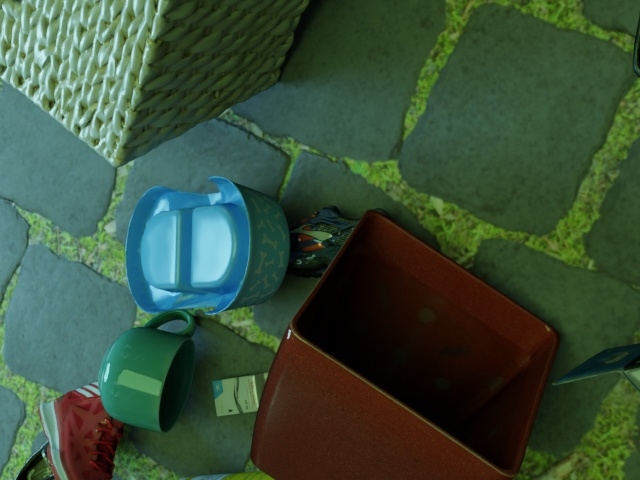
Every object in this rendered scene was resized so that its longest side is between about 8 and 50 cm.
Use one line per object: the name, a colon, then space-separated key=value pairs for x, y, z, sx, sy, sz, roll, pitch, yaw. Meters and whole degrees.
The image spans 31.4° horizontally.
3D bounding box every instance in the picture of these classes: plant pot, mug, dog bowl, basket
plant pot: x=0.072 y=0.174 z=1.270 sx=0.267 sy=0.267 sz=0.236 roll=34 pitch=126 yaw=1
mug: x=-0.229 y=0.173 z=1.504 sx=0.097 sy=0.158 sz=0.129 roll=13 pitch=117 yaw=11
dog bowl: x=-0.144 y=0.011 z=1.431 sx=0.297 sy=0.074 sz=0.166 roll=-5 pitch=83 yaw=51
basket: x=-0.190 y=-0.315 z=1.329 sx=0.266 sy=0.331 sz=0.328 roll=40 pitch=134 yaw=14

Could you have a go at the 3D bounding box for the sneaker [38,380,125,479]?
sneaker: x=-0.293 y=0.267 z=1.517 sx=0.128 sy=0.087 sz=0.221 roll=-31 pitch=49 yaw=-4

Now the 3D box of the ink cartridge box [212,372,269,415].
ink cartridge box: x=-0.098 y=0.201 z=1.493 sx=0.083 sy=0.028 sz=0.048 roll=-12 pitch=86 yaw=25

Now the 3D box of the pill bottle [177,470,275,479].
pill bottle: x=-0.098 y=0.383 z=1.408 sx=0.334 sy=0.188 sz=0.188 roll=-10 pitch=86 yaw=26

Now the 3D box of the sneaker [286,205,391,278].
sneaker: x=0.000 y=0.000 z=1.427 sx=0.221 sy=0.083 sz=0.087 roll=2 pitch=76 yaw=23

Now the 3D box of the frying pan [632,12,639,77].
frying pan: x=0.364 y=-0.369 z=1.256 sx=0.197 sy=0.053 sz=0.326 roll=36 pitch=102 yaw=22

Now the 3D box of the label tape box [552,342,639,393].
label tape box: x=0.429 y=0.131 z=1.120 sx=0.334 sy=0.240 sz=0.106 roll=-19 pitch=84 yaw=26

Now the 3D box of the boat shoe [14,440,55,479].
boat shoe: x=-0.374 y=0.310 z=1.618 sx=0.152 sy=0.049 sz=0.056 roll=-45 pitch=70 yaw=18
